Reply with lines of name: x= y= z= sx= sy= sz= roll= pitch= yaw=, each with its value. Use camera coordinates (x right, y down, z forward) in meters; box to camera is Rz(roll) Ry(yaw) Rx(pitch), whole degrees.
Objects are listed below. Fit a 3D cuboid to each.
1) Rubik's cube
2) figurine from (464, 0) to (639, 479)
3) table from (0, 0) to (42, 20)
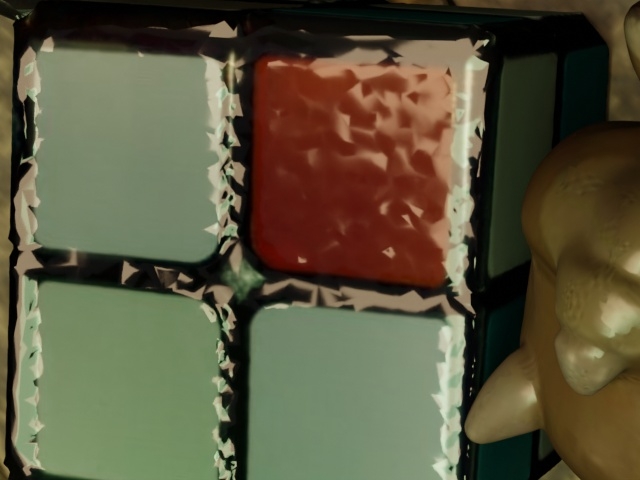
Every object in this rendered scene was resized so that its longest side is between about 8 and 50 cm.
Rubik's cube: x=0.000 y=0.000 z=0.743 sx=0.180 sy=0.167 sz=0.183 roll=8 pitch=102 yaw=21
figurine: x=0.161 y=0.012 z=0.652 sx=0.177 sy=0.247 sz=0.173 roll=23 pitch=117 yaw=20
table: x=-0.197 y=-0.241 z=0.775 sx=0.249 sy=0.317 sz=0.317 roll=15 pitch=103 yaw=7
